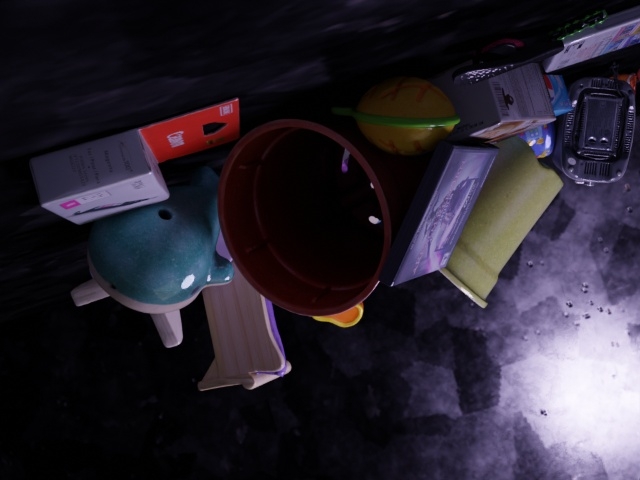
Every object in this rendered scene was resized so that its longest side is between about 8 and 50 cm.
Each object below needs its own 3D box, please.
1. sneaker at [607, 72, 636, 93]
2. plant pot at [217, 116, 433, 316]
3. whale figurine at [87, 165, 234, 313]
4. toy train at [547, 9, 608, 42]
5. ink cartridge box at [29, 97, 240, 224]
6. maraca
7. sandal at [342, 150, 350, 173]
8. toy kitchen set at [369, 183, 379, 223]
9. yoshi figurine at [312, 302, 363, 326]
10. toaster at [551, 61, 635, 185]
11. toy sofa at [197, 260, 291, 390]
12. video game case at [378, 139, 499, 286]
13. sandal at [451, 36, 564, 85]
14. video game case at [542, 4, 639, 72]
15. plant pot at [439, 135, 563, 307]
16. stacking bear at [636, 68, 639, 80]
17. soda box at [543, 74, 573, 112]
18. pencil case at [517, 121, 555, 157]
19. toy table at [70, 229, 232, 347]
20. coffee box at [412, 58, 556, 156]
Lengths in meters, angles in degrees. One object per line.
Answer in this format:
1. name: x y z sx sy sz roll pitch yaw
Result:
1. sneaker: 0.608 -0.314 2.192 0.068 0.064 0.175 3 179 19
2. plant pot: 0.039 -0.064 1.533 0.272 0.272 0.265 -19 -174 35
3. whale figurine: -0.202 -0.023 1.518 0.272 0.216 0.141 -44 169 -39
4. toy train: 0.329 -0.274 1.379 0.083 0.017 0.024 -19 -172 40
5. ink cartridge box: -0.205 -0.088 1.301 0.239 0.060 0.275 -16 178 -5
6. maraca: 0.096 -0.162 1.381 0.127 0.099 0.186 -5 -166 -35
7. sandal: 0.113 -0.141 1.809 0.169 0.102 0.416 -17 180 -22
8. toy kitchen set: 0.073 -0.137 2.186 0.122 0.166 0.207 -16 -146 -22
9. yoshi figurine: 0.028 -0.006 1.960 0.204 0.203 0.362 -35 -148 9
10. toaster: 0.502 -0.216 2.000 0.129 0.226 0.146 4 -173 -1
11. toy sofa: -0.144 0.077 1.923 0.177 0.362 0.150 -13 179 23
12. video game case: 0.166 -0.042 1.460 0.026 0.196 0.274 27 -167 16
13. sandal: 0.230 -0.233 1.355 0.179 0.040 0.067 -21 180 -31
14. video game case: 0.416 -0.293 1.512 0.193 0.023 0.212 -18 177 6
15. plant pot: 0.269 -0.069 1.866 0.254 0.276 0.276 -47 174 6
16. stacking bear: 0.774 -0.236 2.216 0.176 0.288 0.164 -18 178 2
17. soda box: 0.351 -0.236 1.806 0.071 0.067 0.210 -19 177 32
18. pencil case: 0.283 -0.177 2.022 0.306 0.119 0.133 -17 152 -9
19. toy table: -0.276 0.038 1.781 0.274 0.252 0.161 -30 -170 17
20. coffee box: 0.225 -0.191 1.540 0.141 0.098 0.246 -19 177 29
